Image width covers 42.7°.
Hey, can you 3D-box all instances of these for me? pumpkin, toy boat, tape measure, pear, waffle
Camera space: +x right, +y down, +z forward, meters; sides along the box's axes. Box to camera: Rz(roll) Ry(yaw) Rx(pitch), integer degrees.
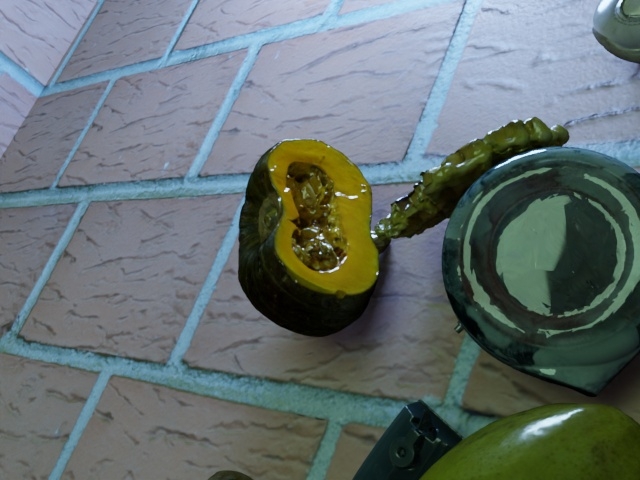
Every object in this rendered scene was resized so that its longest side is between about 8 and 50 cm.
[{"bbox_3d":[0.000,0.000,1.209,0.139,0.222,0.317,-56,29,37],"label":"pumpkin"},{"bbox_3d":[0.085,0.304,0.967,0.093,0.103,0.246,39,101,37],"label":"toy boat"},{"bbox_3d":[0.275,0.034,0.921,0.256,0.147,0.275,-44,66,3],"label":"tape measure"},{"bbox_3d":[0.194,0.286,0.744,0.307,0.253,0.253,-54,39,-1],"label":"pear"},{"bbox_3d":[0.193,-0.076,1.064,0.291,0.291,0.051,-30,76,21],"label":"waffle"}]

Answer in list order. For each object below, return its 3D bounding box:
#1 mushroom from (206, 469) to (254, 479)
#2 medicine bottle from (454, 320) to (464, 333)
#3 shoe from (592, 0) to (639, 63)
[{"bbox_3d":[-0.126,0.373,1.071,0.148,0.112,0.147,-3,67,7],"label":"mushroom"},{"bbox_3d":[0.244,0.047,1.044,0.199,0.058,0.057,-44,39,4],"label":"medicine bottle"},{"bbox_3d":[0.496,-0.400,1.069,0.351,0.198,0.171,-38,39,11],"label":"shoe"}]
